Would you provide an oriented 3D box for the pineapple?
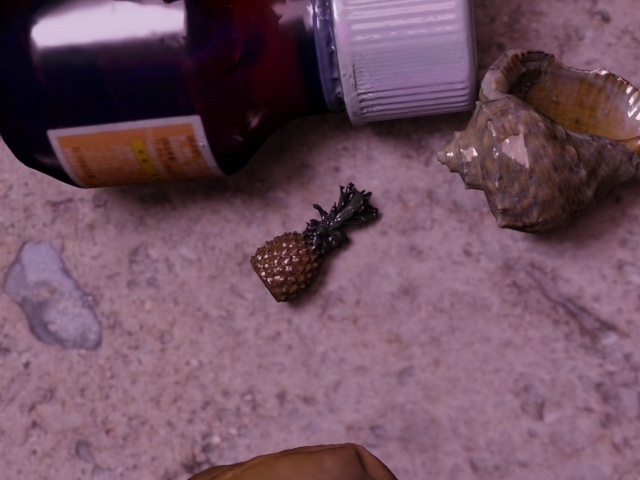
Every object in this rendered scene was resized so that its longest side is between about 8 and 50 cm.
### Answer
[{"bbox_3d":[0.000,0.000,1.094,0.124,0.058,0.058,-37,65,-1],"label":"pineapple"}]

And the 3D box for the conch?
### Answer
[{"bbox_3d":[0.194,-0.084,1.014,0.207,0.130,0.155,-5,85,-4],"label":"conch"}]

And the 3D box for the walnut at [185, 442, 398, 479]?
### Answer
[{"bbox_3d":[-0.023,0.308,0.872,0.306,0.306,0.343,14,82,22],"label":"walnut"}]

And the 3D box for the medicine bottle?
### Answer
[{"bbox_3d":[-0.063,-0.167,1.074,0.395,0.242,0.242,-1,72,10],"label":"medicine bottle"}]
